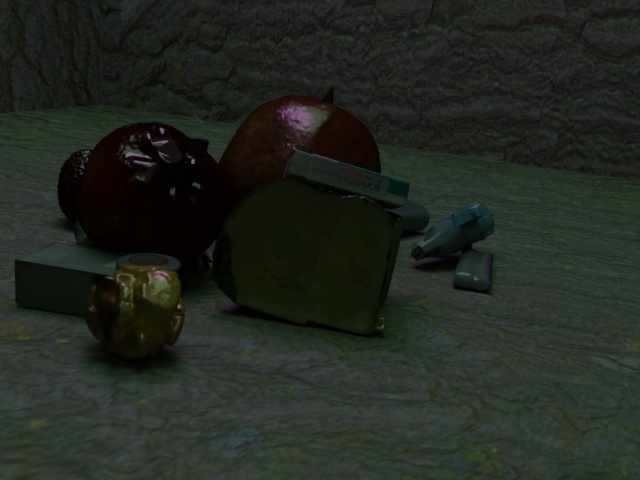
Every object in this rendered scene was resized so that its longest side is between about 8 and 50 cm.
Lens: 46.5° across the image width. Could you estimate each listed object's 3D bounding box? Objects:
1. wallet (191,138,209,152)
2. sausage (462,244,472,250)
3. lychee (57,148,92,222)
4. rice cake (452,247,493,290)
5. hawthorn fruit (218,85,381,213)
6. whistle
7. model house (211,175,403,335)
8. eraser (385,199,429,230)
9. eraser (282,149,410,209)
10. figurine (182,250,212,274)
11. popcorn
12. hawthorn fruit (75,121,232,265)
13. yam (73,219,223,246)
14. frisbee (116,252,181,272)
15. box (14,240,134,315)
[{"bbox_3d":[-0.375,-0.132,1.798,0.071,0.220,0.262,22,22,34],"label":"wallet"},{"bbox_3d":[0.358,0.005,1.880,0.031,0.031,0.107,3,17,-8],"label":"sausage"},{"bbox_3d":[-0.541,-0.120,1.794,0.195,0.194,0.194,5,16,-1],"label":"lychee"},{"bbox_3d":[0.344,0.061,1.657,0.080,0.042,0.222,6,15,13],"label":"rice cake"},{"bbox_3d":[-0.036,-0.165,1.717,0.403,0.402,0.403,5,16,-1],"label":"hawthorn fruit"},{"bbox_3d":[0.316,-0.018,1.744,0.274,0.093,0.186,-24,-11,-36],"label":"whistle"},{"bbox_3d":[0.000,0.000,1.381,0.321,0.261,0.266,14,15,10],"label":"model house"},{"bbox_3d":[0.152,-0.070,1.956,0.227,0.081,0.174,-1,18,-45],"label":"eraser"},{"bbox_3d":[0.048,-0.111,1.390,0.225,0.052,0.095,16,-4,-9],"label":"eraser"},{"bbox_3d":[-0.272,0.015,1.592,0.083,0.083,0.187,2,26,-11],"label":"figurine"},{"bbox_3d":[-0.279,0.106,1.125,0.167,0.148,0.152,-13,-23,23],"label":"popcorn"},{"bbox_3d":[-0.323,-0.068,1.446,0.295,0.311,0.295,9,39,-8],"label":"hawthorn fruit"},{"bbox_3d":[-0.374,-0.034,1.720,0.372,0.083,0.083,-6,19,-36],"label":"yam"},{"bbox_3d":[-0.294,0.040,1.279,0.110,0.014,0.110,6,16,-2],"label":"frisbee"},{"bbox_3d":[-0.399,0.072,1.312,0.225,0.086,0.129,8,15,9],"label":"box"}]
